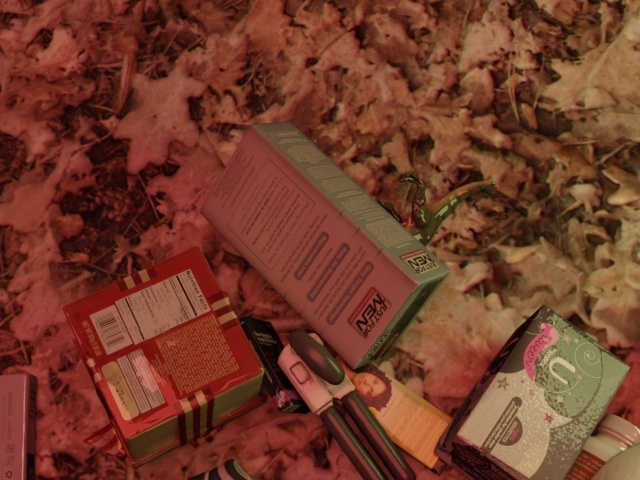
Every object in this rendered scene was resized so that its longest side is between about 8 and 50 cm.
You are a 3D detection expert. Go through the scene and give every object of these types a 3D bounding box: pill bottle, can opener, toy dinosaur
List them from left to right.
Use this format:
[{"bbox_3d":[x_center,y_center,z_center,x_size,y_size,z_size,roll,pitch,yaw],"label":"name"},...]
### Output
[{"bbox_3d":[0.035,0.257,1.500,0.076,0.095,0.283,-36,75,-5],"label":"can opener"},{"bbox_3d":[0.154,-0.041,1.663,0.268,0.064,0.118,-44,89,-7],"label":"toy dinosaur"},{"bbox_3d":[0.395,0.366,1.471,0.121,0.121,0.216,35,80,16],"label":"pill bottle"}]

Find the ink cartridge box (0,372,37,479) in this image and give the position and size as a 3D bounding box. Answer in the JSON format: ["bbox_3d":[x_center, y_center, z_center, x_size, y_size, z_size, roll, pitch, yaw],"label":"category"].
[{"bbox_3d":[-0.573,0.334,1.634,0.224,0.045,0.223,-5,71,6],"label":"ink cartridge box"}]

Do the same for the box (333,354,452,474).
[{"bbox_3d":[0.110,0.264,1.571,0.232,0.058,0.087,32,79,15],"label":"box"}]

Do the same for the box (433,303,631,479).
[{"bbox_3d":[0.306,0.245,1.474,0.163,0.142,0.247,37,67,6],"label":"box"}]

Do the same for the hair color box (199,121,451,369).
[{"bbox_3d":[0.000,0.000,1.591,0.374,0.113,0.185,45,119,20],"label":"hair color box"}]

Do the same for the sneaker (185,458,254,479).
[{"bbox_3d":[-0.115,0.464,1.511,0.153,0.099,0.282,-32,68,-2],"label":"sneaker"}]

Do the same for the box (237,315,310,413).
[{"bbox_3d":[-0.071,0.195,1.582,0.029,0.116,0.162,-36,71,10],"label":"box"}]

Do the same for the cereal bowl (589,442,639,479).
[{"bbox_3d":[0.505,0.443,1.360,0.339,0.141,0.339,1,86,-13],"label":"cereal bowl"}]

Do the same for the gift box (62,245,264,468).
[{"bbox_3d":[-0.255,0.183,1.531,0.276,0.258,0.255,-21,72,-13],"label":"gift box"}]
